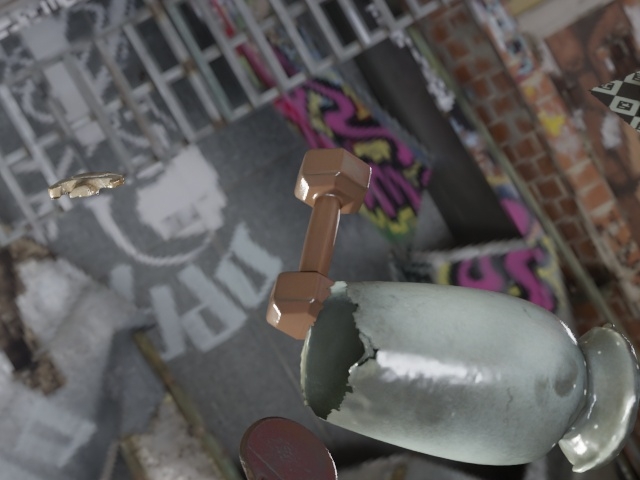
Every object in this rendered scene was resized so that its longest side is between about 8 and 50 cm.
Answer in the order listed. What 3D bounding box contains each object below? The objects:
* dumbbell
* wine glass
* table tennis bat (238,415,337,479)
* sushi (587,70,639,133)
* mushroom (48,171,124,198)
[{"bbox_3d":[0.000,0.000,1.426,0.092,0.082,0.231,114,-11,-56],"label":"dumbbell"},{"bbox_3d":[0.097,0.086,0.807,0.204,0.111,0.111,12,171,-18],"label":"wine glass"},{"bbox_3d":[-0.018,0.196,1.186,0.119,0.107,0.170,-52,171,34],"label":"table tennis bat"},{"bbox_3d":[0.338,-0.142,1.193,0.126,0.026,0.120,-22,-135,-19],"label":"sushi"},{"bbox_3d":[-0.282,-0.067,1.520,0.101,0.019,0.049,-8,-155,16],"label":"mushroom"}]
